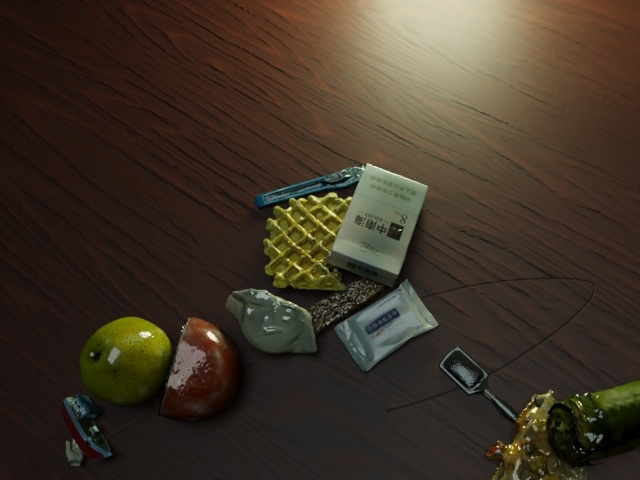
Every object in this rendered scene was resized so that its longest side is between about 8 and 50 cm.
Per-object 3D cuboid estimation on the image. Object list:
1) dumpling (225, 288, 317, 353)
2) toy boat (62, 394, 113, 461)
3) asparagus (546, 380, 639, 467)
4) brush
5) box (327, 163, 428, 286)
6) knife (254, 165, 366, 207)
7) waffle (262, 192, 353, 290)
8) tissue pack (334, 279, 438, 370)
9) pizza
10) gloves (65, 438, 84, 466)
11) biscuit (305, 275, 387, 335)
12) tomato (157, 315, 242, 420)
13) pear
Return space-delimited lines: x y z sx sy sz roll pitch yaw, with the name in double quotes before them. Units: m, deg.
"dumpling" -0.106 0.163 1.466 0.228 0.151 0.124 18 46 17
"toy boat" -0.497 0.401 1.482 0.058 0.069 0.173 -41 62 2
"asparagus" 0.607 0.316 1.280 0.381 0.108 0.129 -11 84 -14
"brush" 0.328 0.297 1.400 0.063 0.016 0.193 -44 67 -7
"box" 0.128 -0.035 1.502 0.155 0.067 0.243 21 61 6
"knife" -0.014 -0.126 1.627 0.296 0.026 0.044 -16 78 3
"waffle" 0.000 0.001 1.549 0.261 0.056 0.250 0 60 9
"tissue pack" 0.139 0.184 1.474 0.193 0.026 0.123 -32 66 -4
"pizza" 0.411 0.433 1.303 0.189 0.071 0.297 26 74 20
"gloves" -0.530 0.455 1.482 0.044 0.037 0.081 18 50 -21
"biscuit" 0.052 0.135 1.505 0.199 0.034 0.064 -33 63 -3
"tomato" -0.243 0.280 1.447 0.155 0.181 0.214 16 79 -3
"pear" -0.410 0.254 1.460 0.198 0.198 0.198 -4 68 9
